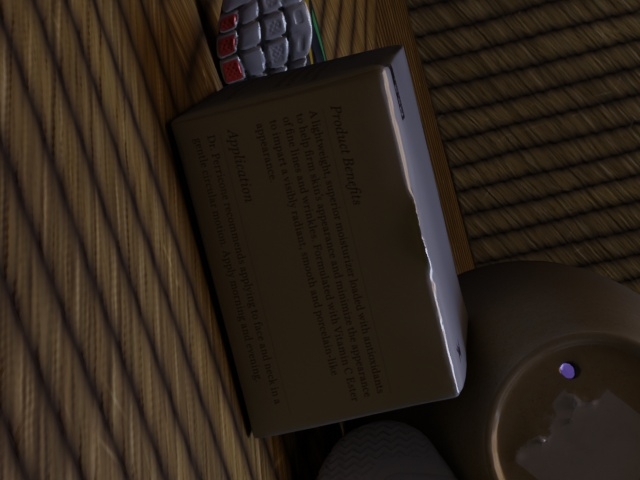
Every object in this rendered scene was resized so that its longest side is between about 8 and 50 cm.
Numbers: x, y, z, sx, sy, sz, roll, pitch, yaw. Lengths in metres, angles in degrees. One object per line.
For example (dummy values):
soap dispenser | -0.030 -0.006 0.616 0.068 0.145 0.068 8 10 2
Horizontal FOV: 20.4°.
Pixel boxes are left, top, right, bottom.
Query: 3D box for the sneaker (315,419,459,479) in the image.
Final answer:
sneaker | 0.054 0.248 1.027 0.153 0.101 0.268 79 0 -61

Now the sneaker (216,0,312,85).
sneaker | -0.037 -0.115 1.136 0.065 0.061 0.158 -109 -170 -53

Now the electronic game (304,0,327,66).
electronic game | 0.001 -0.081 1.301 0.229 0.048 0.229 -12 90 -86

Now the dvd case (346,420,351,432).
dvd case | 0.054 0.195 1.356 0.180 0.022 0.253 39 39 -76

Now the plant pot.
plant pot | 0.152 0.128 1.127 0.274 0.257 0.256 104 -27 -84

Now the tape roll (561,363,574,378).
tape roll | 0.159 0.122 1.597 0.189 0.189 0.080 -85 160 -66

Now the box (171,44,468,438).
box | 0.007 -0.007 1.004 0.182 0.119 0.181 -60 136 -78
